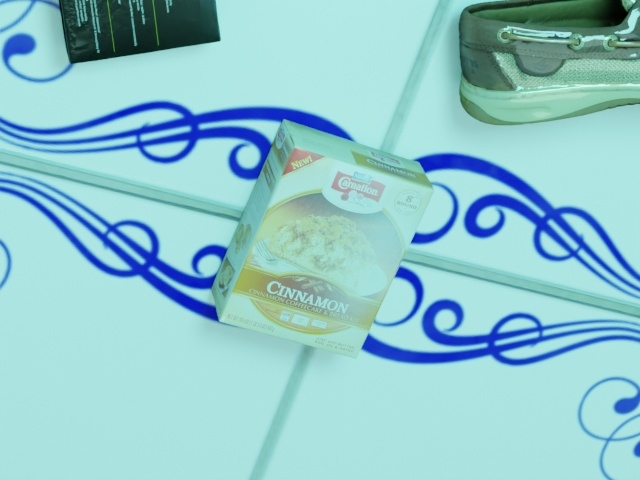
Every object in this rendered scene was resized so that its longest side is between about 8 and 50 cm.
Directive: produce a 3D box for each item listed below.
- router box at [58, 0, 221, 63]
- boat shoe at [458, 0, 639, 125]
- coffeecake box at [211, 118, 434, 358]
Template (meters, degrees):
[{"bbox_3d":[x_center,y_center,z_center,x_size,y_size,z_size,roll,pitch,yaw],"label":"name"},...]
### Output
[{"bbox_3d":[-0.159,-0.245,1.497,0.133,0.046,0.179,-9,119,-9],"label":"router box"},{"bbox_3d":[0.287,-0.196,1.585,0.341,0.123,0.123,-10,120,-1],"label":"boat shoe"},{"bbox_3d":[0.000,0.000,1.648,0.142,0.068,0.186,16,112,-19],"label":"coffeecake box"}]
